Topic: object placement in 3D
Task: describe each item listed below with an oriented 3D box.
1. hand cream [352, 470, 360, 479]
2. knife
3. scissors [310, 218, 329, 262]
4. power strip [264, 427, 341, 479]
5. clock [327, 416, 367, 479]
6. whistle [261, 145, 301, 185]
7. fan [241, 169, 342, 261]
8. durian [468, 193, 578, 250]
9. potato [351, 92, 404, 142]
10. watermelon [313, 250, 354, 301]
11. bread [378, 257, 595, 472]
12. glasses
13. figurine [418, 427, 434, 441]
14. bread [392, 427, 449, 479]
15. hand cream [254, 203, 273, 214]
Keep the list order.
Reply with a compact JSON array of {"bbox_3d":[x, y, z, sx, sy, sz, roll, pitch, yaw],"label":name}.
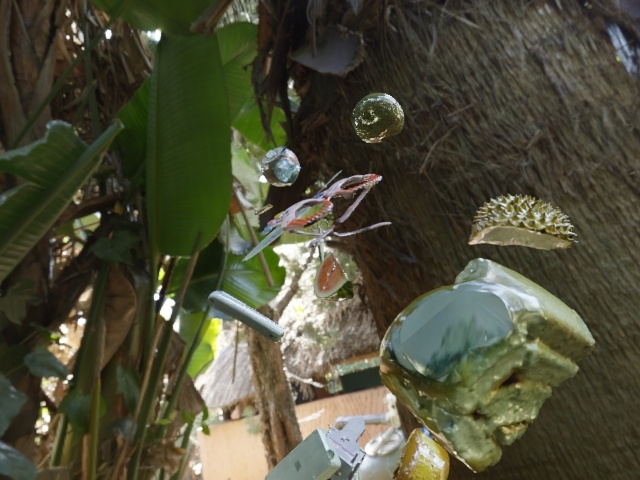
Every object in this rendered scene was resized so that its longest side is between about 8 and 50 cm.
[{"bbox_3d":[0.127,0.982,1.655,0.086,0.235,0.055,-16,-46,5],"label":"hand cream"},{"bbox_3d":[-0.230,0.234,1.259,0.041,0.265,0.073,-48,-21,-53],"label":"knife"},{"bbox_3d":[0.000,0.000,1.634,0.085,0.177,0.022,3,-12,-29],"label":"scissors"},{"bbox_3d":[-0.054,0.648,1.153,0.270,0.118,0.046,-47,-49,12],"label":"power strip"},{"bbox_3d":[0.051,0.746,1.407,0.235,0.166,0.309,-65,-22,10],"label":"clock"},{"bbox_3d":[-0.159,-0.313,1.871,0.188,0.190,0.348,-6,24,-22],"label":"whistle"},{"bbox_3d":[-0.038,-0.077,0.984,0.233,0.012,0.415,-28,15,46],"label":"fan"},{"bbox_3d":[0.496,-0.048,1.007,0.249,0.138,0.183,13,-22,39],"label":"durian"},{"bbox_3d":[0.219,-0.470,1.580,0.235,0.160,0.178,22,-29,47],"label":"potato"},{"bbox_3d":[0.070,0.177,1.635,0.128,0.303,0.159,31,-81,-19],"label":"watermelon"},{"bbox_3d":[0.307,0.189,0.776,0.395,0.239,0.264,-43,-55,-5],"label":"bread"},{"bbox_3d":[0.020,-0.051,0.745,0.255,0.096,0.162,-29,25,-24],"label":"glasses"},{"bbox_3d":[0.381,0.734,1.438,0.086,0.149,0.087,-28,-26,-38],"label":"figurine"},{"bbox_3d":[0.292,0.715,1.230,0.145,0.269,0.268,20,-6,21],"label":"bread"},{"bbox_3d":[-0.266,-0.143,1.905,0.102,0.022,0.035,-23,-27,31],"label":"hand cream"}]
